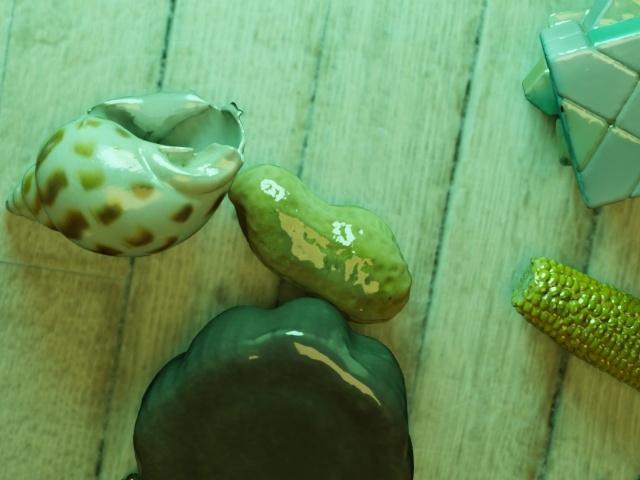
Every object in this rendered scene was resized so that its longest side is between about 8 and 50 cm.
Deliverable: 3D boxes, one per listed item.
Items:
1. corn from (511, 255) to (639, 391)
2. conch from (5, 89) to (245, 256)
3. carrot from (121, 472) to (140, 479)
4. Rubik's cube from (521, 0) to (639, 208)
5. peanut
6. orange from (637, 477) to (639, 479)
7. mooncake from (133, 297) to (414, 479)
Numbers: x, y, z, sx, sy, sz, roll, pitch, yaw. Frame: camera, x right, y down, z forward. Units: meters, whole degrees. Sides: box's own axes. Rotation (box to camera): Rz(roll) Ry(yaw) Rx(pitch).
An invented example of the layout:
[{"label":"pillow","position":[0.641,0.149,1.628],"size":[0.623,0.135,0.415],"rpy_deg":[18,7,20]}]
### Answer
[{"label":"corn","position":[0.364,0.118,1.615],"size":[0.310,0.101,0.101],"rpy_deg":[24,95,-11]},{"label":"conch","position":[-0.214,-0.064,1.500],"size":[0.275,0.183,0.149],"rpy_deg":[7,125,8]},{"label":"carrot","position":[-0.159,0.317,1.616],"size":[0.165,0.035,0.036],"rpy_deg":[32,93,-12]},{"label":"Rubik's cube","position":[0.334,-0.177,1.523],"size":[0.224,0.213,0.265],"rpy_deg":[-13,111,10]},{"label":"peanut","position":[0.000,0.000,1.555],"size":[0.236,0.110,0.120],"rpy_deg":[39,113,-3]},{"label":"orange","position":[0.511,0.376,1.675],"size":[0.310,0.274,0.274],"rpy_deg":[9,98,23]},{"label":"mooncake","position":[-0.047,0.204,1.519],"size":[0.306,0.154,0.306],"rpy_deg":[1,113,3]}]
